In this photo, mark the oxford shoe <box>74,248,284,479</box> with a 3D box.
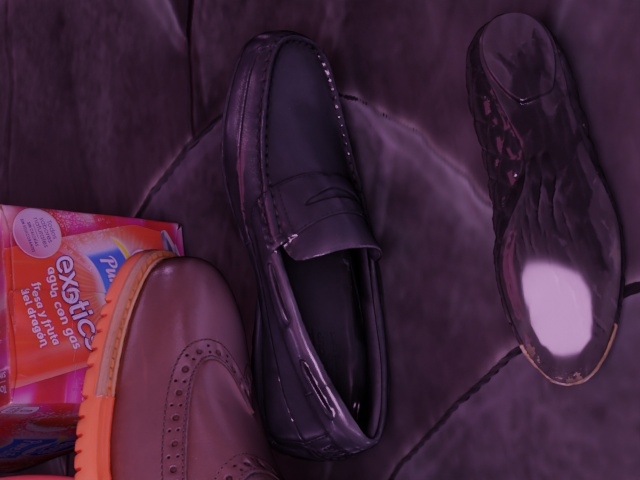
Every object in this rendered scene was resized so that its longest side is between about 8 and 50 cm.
[{"bbox_3d":[-0.020,0.159,0.721,0.132,0.130,0.364,-20,63,18],"label":"oxford shoe"}]

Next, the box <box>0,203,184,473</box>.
[{"bbox_3d":[-0.202,0.073,1.022,0.257,0.128,0.123,-25,67,49],"label":"box"}]

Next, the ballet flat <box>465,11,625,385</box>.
[{"bbox_3d":[0.102,-0.020,0.712,0.057,0.049,0.173,-9,75,6],"label":"ballet flat"}]

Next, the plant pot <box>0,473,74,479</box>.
[{"bbox_3d":[-0.191,0.276,0.862,0.243,0.275,0.275,-27,65,55],"label":"plant pot"}]

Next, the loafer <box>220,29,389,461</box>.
[{"bbox_3d":[0.000,0.000,0.811,0.078,0.076,0.223,-11,83,51],"label":"loafer"}]
